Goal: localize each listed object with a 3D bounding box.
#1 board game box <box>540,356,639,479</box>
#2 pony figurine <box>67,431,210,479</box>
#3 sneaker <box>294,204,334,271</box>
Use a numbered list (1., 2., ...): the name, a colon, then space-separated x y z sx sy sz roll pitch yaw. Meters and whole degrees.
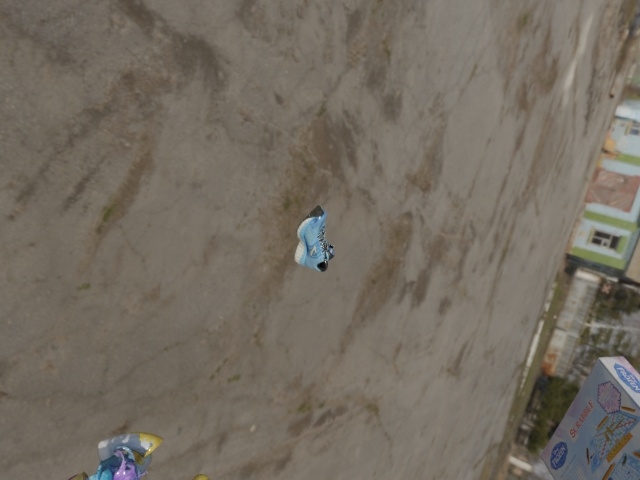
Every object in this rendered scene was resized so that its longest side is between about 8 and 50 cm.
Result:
1. board game box: 0.583 0.447 1.024 0.318 0.065 0.319 -110 -155 -53
2. pony figurine: -0.292 0.443 0.759 0.303 0.351 0.363 -42 161 14
3. sneaker: 0.000 0.000 0.990 0.063 0.073 0.162 -49 160 -31
